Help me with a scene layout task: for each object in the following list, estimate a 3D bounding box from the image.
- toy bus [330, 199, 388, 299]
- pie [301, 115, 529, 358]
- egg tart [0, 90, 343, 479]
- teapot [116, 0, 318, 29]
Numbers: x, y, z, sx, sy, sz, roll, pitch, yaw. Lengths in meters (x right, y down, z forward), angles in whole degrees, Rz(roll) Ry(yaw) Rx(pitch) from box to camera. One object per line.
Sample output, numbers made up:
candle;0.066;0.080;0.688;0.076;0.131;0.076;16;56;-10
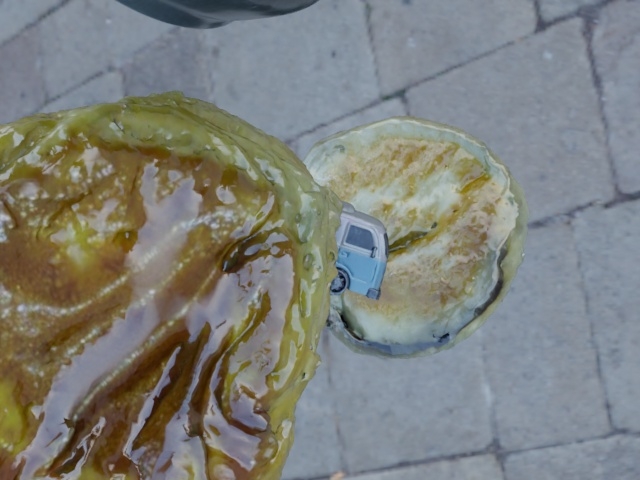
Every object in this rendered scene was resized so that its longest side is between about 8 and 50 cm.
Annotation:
toy bus;0.000;0.000;1.025;0.123;0.060;0.075;18;97;0
pie;0.099;-0.007;1.554;0.339;0.077;0.339;-8;69;22
egg tart;-0.164;0.062;0.874;0.153;0.339;0.352;-5;78;61
teapot;-0.035;-0.364;0.779;0.361;0.305;0.376;-40;48;28
